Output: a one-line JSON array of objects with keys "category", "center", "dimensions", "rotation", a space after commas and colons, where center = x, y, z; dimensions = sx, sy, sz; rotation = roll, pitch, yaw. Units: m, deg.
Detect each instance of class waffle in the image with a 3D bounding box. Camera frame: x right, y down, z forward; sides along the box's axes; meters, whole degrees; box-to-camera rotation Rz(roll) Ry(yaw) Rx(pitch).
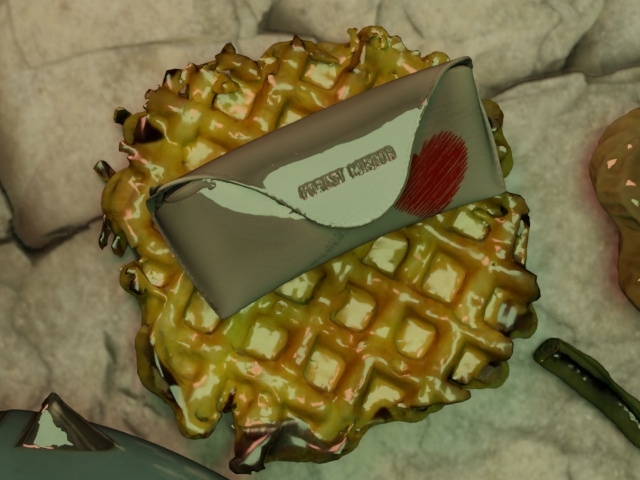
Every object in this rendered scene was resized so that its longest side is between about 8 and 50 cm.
[{"category": "waffle", "center": [0.000, 0.000, 1.326], "dimensions": [0.382, 0.095, 0.380], "rotation": [-15, 91, -10]}]

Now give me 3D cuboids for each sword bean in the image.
[{"category": "sword bean", "center": [0.311, 0.185, 1.417], "dimensions": [0.269, 0.038, 0.043], "rotation": [43, 75, -10]}]

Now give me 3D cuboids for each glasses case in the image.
[{"category": "glasses case", "center": [0.015, -0.047, 1.248], "dimensions": [0.308, 0.083, 0.128], "rotation": [-24, 89, -8]}]

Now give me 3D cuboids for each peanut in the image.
[{"category": "peanut", "center": [0.357, -0.022, 1.396], "dimensions": [0.196, 0.110, 0.233], "rotation": [-12, 91, -18]}]

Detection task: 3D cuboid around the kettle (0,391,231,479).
[{"category": "kettle", "center": [-0.201, 0.300, 1.218], "dimensions": [0.342, 0.247, 0.319], "rotation": [32, 108, -2]}]
